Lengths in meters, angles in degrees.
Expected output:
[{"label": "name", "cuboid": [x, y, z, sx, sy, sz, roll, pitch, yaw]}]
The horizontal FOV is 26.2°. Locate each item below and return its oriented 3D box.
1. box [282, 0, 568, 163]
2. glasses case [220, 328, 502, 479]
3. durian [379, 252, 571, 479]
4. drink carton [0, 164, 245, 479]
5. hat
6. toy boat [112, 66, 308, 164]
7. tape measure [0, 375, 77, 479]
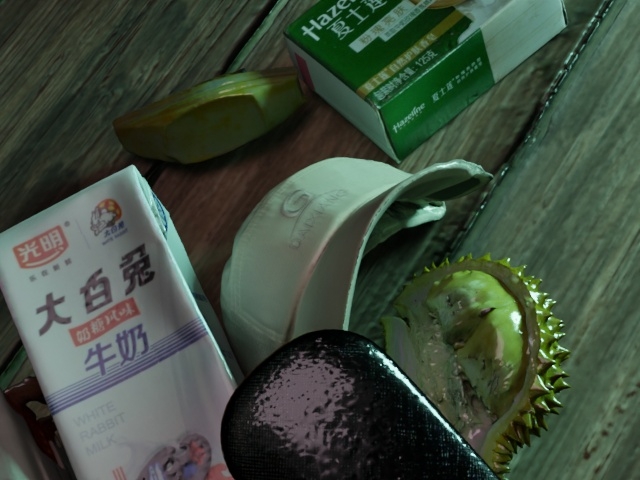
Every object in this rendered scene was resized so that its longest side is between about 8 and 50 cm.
[{"label": "box", "cuboid": [0.088, -0.178, 1.148, 0.199, 0.081, 0.135, -39, 55, -11]}, {"label": "glasses case", "cuboid": [0.070, 0.193, 0.831, 0.122, 0.082, 0.321, -41, 87, -4]}, {"label": "durian", "cuboid": [0.113, 0.108, 0.929, 0.146, 0.102, 0.208, -26, 48, 43]}, {"label": "drink carton", "cuboid": [-0.116, 0.113, 0.968, 0.130, 0.106, 0.315, -27, 66, -2]}, {"label": "hat", "cuboid": [0.000, 0.000, 0.990, 0.164, 0.226, 0.219, 35, 71, 16]}, {"label": "toy boat", "cuboid": [-0.095, -0.107, 1.171, 0.172, 0.065, 0.066, -17, 32, 11]}, {"label": "tape measure", "cuboid": [-0.243, 0.262, 0.938, 0.265, 0.130, 0.258, -36, 51, 0]}]
